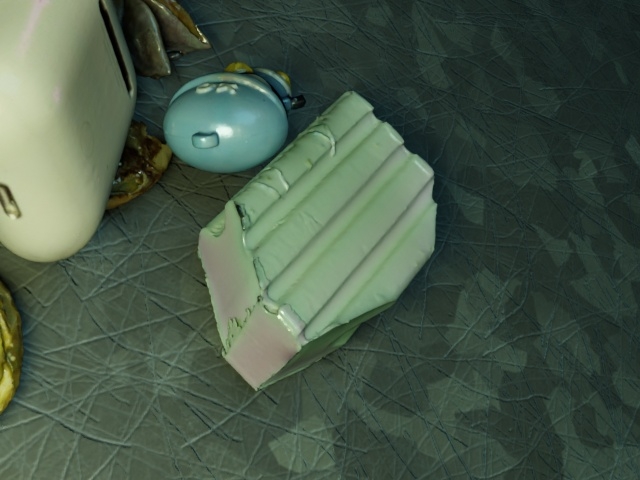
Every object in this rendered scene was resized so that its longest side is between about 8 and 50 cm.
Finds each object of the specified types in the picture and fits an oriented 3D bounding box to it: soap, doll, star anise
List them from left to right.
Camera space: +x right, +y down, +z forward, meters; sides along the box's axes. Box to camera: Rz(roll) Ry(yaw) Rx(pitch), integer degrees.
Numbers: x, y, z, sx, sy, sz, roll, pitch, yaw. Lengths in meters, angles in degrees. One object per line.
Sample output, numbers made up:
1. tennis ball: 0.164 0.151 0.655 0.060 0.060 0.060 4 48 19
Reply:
1. star anise: -0.313 -0.352 1.575 0.332 0.117 0.331 20 42 -19
2. doll: -0.123 -0.183 1.550 0.177 0.141 0.314 1 23 12
3. soap: 0.000 0.000 1.529 0.261 0.156 0.446 46 43 -5

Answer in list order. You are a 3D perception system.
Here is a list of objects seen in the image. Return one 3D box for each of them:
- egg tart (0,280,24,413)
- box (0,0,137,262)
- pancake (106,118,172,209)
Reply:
1. egg tart: -0.450 0.101 1.132 0.297 0.132 0.297 16 55 -24
2. box: -0.318 -0.170 1.253 0.141 0.288 0.349 -3 47 9
3. pancake: -0.315 -0.099 1.430 0.257 0.056 0.212 15 44 -21
